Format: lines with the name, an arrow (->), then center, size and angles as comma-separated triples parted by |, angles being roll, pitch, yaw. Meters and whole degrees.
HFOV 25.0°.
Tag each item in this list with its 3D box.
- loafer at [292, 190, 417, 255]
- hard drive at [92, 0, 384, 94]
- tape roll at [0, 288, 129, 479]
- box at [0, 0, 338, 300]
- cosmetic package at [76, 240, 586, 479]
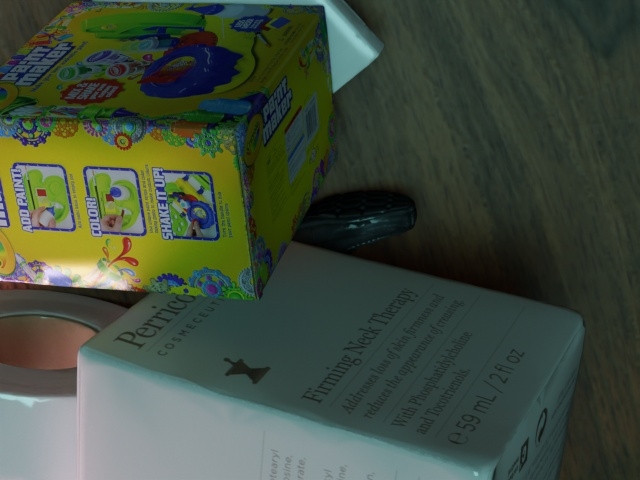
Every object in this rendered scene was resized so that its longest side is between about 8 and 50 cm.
loafer -> 0.000, 0.000, 1.572 | 0.223, 0.076, 0.078 | -13, 112, 12
hard drive -> -0.110, -0.250, 1.481 | 0.203, 0.040, 0.307 | -37, 103, 32
tape roll -> -0.301, 0.147, 1.522 | 0.286, 0.286, 0.100 | 8, 109, 0
box -> -0.157, -0.096, 1.390 | 0.279, 0.290, 0.177 | 3, 121, 15
cosmetic package -> 0.010, 0.227, 1.407 | 0.393, 0.329, 0.327 | 14, 116, 19
